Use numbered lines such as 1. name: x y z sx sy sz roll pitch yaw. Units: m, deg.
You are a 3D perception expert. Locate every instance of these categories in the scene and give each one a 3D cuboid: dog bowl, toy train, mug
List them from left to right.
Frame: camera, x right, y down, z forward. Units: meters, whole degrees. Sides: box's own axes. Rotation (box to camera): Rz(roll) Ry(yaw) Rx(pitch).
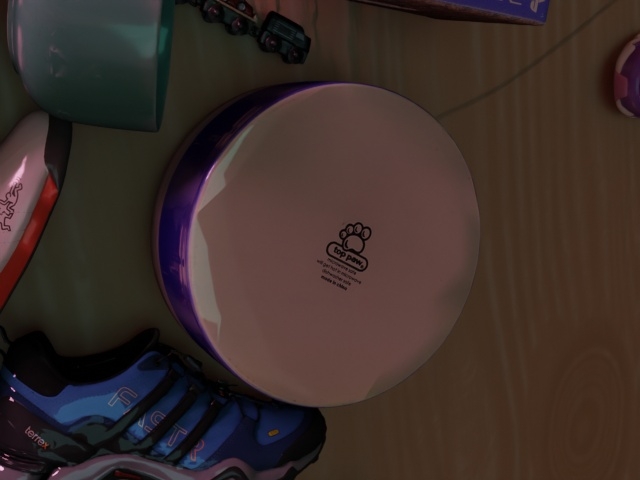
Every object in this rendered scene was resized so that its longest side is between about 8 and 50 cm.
1. mug: -0.154 -0.158 0.502 0.097 0.129 0.157 5 94 -9
2. toy train: -0.075 -0.189 0.586 0.158 0.027 0.036 22 95 -27
3. dog bowl: 0.000 0.000 0.615 0.265 0.104 0.264 -5 102 -26

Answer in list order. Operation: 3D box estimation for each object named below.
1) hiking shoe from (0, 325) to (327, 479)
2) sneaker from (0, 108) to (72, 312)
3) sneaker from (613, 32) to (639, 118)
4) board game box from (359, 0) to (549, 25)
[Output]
1. hiking shoe: -0.124 0.144 0.627 0.304 0.113 0.132 5 96 -29
2. sneaker: -0.294 0.004 0.523 0.145 0.090 0.270 25 99 -30
3. sneaker: 0.415 -0.172 0.752 0.237 0.104 0.095 -8 111 -19
4. board game box: 0.061 -0.321 0.524 0.232 0.141 0.290 0 107 -29
